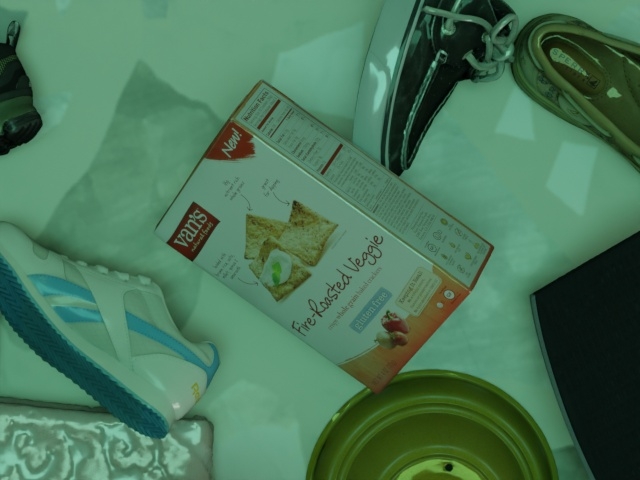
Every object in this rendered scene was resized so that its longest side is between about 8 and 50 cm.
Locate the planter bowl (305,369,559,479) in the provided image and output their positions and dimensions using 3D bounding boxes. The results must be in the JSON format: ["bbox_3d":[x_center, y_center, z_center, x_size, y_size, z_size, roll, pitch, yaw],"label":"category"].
[{"bbox_3d":[0.095,0.219,1.616,0.217,0.090,0.217,0,93,-1],"label":"planter bowl"}]

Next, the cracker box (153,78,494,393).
[{"bbox_3d":[0.000,0.000,1.574,0.232,0.067,0.156,36,133,-2],"label":"cracker box"}]

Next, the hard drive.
[{"bbox_3d":[0.268,0.120,1.554,0.172,0.054,0.254,-32,66,28],"label":"hard drive"}]

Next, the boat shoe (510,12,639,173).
[{"bbox_3d":[0.286,-0.094,1.599,0.285,0.089,0.104,25,92,-2],"label":"boat shoe"}]

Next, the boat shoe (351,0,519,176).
[{"bbox_3d":[0.112,-0.179,1.582,0.105,0.113,0.306,19,84,13],"label":"boat shoe"}]

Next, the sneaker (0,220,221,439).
[{"bbox_3d":[-0.187,0.060,1.614,0.229,0.087,0.092,41,62,5],"label":"sneaker"}]

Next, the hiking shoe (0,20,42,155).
[{"bbox_3d":[-0.346,-0.114,1.607,0.227,0.086,0.114,-10,80,-5],"label":"hiking shoe"}]

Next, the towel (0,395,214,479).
[{"bbox_3d":[-0.260,0.295,1.637,0.317,0.053,0.332,7,94,-1],"label":"towel"}]
